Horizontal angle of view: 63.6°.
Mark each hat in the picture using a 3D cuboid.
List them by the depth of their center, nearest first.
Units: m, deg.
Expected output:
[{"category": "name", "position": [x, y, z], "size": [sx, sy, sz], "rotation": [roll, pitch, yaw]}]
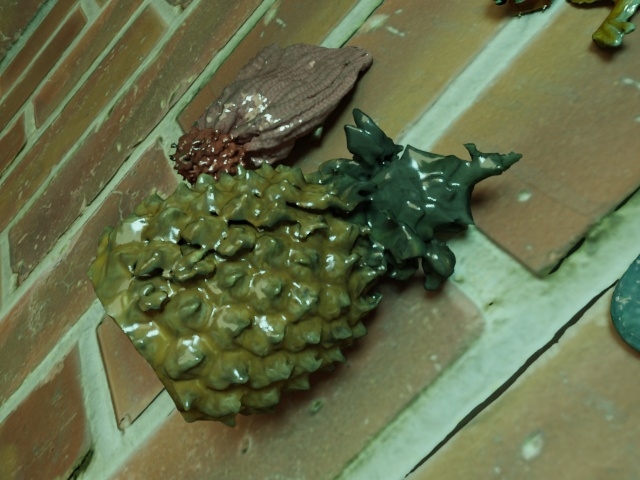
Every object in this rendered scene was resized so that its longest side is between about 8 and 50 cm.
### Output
[{"category": "hat", "position": [-0.081, -0.161, 0.674], "size": [0.237, 0.107, 0.286], "rotation": [2, 44, 40]}]

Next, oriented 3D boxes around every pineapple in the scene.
[{"category": "pineapple", "position": [0.000, 0.000, 0.474], "size": [0.357, 0.223, 0.223], "rotation": [-30, 48, -2]}]

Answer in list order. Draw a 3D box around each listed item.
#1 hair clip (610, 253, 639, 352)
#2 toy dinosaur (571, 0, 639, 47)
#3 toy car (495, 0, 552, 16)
[{"category": "hair clip", "position": [0.339, -0.106, 0.222], "size": [0.392, 0.238, 0.318], "rotation": [0, 64, 40]}, {"category": "toy dinosaur", "position": [0.288, -0.280, 0.499], "size": [0.142, 0.057, 0.212], "rotation": [-51, 30, 31]}, {"category": "toy car", "position": [0.229, -0.313, 0.552], "size": [0.073, 0.054, 0.143], "rotation": [0, 65, 41]}]
